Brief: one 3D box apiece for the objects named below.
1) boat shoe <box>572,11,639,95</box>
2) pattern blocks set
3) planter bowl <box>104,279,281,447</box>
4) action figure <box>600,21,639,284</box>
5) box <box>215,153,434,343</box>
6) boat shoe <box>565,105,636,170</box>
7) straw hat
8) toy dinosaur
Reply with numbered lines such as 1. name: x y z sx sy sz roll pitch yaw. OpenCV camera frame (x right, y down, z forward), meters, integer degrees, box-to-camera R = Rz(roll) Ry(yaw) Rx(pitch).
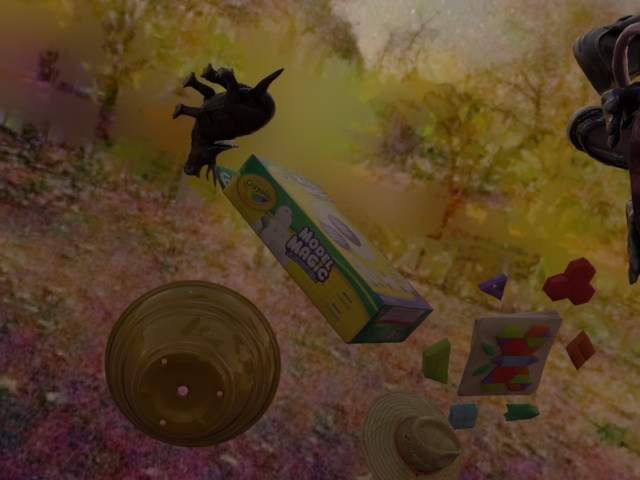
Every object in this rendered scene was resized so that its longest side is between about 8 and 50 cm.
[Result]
1. boat shoe: 0.596 -0.382 1.146 0.355 0.130 0.132 -36 90 -43
2. pattern blocks set: 0.305 0.184 0.961 0.285 0.325 0.026 -11 33 -1
3. planter bowl: -0.155 0.161 0.700 0.217 0.217 0.090 16 6 -6
4. action figure: 0.441 -0.064 0.474 0.370 0.248 0.276 -9 39 32
5. box: 0.000 0.000 0.461 0.179 0.043 0.105 47 15 26
6. boat shoe: 0.567 -0.149 0.995 0.302 0.114 0.091 8 25 4
7. straw hat: 0.122 0.230 0.680 0.144 0.144 0.061 11 -33 -27
8. toy dinosaur: -0.158 -0.239 1.085 0.160 0.313 0.121 33 42 -37
